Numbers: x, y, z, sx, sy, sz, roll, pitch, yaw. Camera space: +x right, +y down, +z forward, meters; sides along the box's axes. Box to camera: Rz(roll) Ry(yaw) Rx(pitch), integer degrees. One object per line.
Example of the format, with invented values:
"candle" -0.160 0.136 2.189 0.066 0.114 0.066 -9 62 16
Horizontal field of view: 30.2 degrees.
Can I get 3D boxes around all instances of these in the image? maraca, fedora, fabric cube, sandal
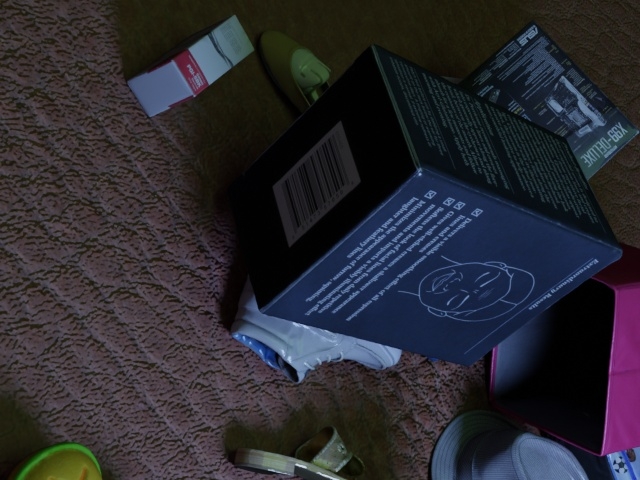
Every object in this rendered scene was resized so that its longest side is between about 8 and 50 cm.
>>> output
"maraca" -0.283 0.300 1.251 0.127 0.099 0.186 -11 113 -44
"fedora" 0.307 0.369 1.755 0.275 0.124 0.243 55 47 -3
"fabric cube" 0.442 0.152 1.813 0.258 0.254 0.259 -4 103 -31
"sandal" -0.001 0.276 1.539 0.240 0.088 0.079 21 71 -34

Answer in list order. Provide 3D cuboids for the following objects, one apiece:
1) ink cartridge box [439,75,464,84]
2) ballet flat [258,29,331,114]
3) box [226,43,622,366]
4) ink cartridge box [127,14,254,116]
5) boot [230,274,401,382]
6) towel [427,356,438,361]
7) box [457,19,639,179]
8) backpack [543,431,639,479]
"ink cartridge box" 0.230 -0.186 1.888 0.179 0.045 0.145 5 66 -2
"ballet flat" 0.000 -0.207 1.683 0.232 0.073 0.080 57 46 -17
"box" 0.134 -0.027 1.530 0.395 0.293 0.212 19 41 -39
"ink cartridge box" -0.163 -0.222 1.506 0.135 0.099 0.056 -46 111 -41
"boot" -0.009 0.138 1.579 0.258 0.095 0.123 34 63 -24
"towel" 0.147 0.125 1.770 0.119 0.029 0.067 43 53 -29
"box" 0.295 -0.152 1.813 0.307 0.076 0.242 -42 85 -16
"backpack" 0.527 0.383 1.964 0.263 0.213 0.276 -10 83 -56
